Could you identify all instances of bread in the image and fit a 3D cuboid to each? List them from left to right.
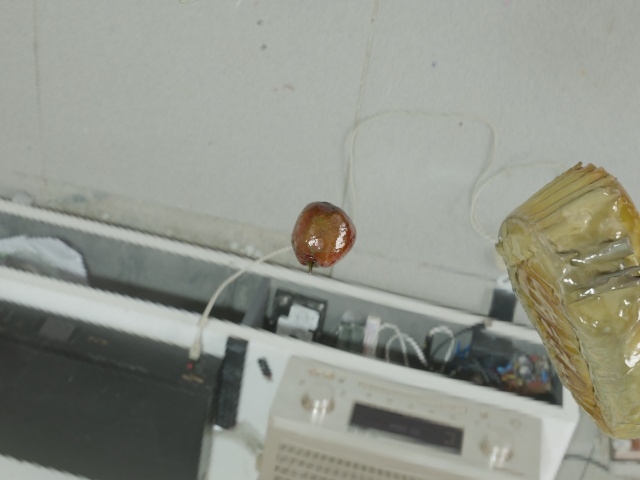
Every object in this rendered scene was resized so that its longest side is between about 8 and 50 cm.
[{"bbox_3d":[0.367,0.078,1.225,0.183,0.236,0.388,-31,127,-5],"label":"bread"}]

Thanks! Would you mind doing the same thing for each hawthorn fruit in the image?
[{"bbox_3d":[0.002,-0.005,1.073,0.077,0.077,0.077,7,124,10],"label":"hawthorn fruit"}]

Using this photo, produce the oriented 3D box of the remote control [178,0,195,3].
[{"bbox_3d":[-0.095,-0.313,1.038,0.029,0.190,0.087,-15,100,43],"label":"remote control"}]
